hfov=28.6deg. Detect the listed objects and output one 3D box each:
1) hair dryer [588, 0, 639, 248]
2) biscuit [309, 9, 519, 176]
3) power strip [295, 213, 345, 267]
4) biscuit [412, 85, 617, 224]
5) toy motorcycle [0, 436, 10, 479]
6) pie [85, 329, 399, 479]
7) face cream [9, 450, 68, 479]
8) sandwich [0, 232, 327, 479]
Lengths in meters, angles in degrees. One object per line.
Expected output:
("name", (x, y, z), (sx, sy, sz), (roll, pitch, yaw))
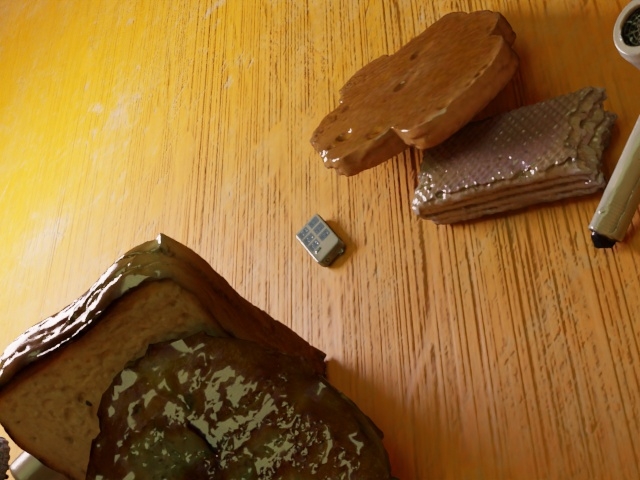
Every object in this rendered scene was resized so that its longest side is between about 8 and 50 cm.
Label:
("hair dryer", (0.305, -0.104, 1.198), (0.073, 0.131, 0.236), (30, 96, 53))
("biscuit", (0.108, -0.171, 1.490), (0.269, 0.051, 0.376), (-41, 19, -7))
("power strip", (0.000, 0.000, 1.531), (0.040, 0.016, 0.090), (-47, 33, 4))
("biscuit", (0.205, -0.083, 1.333), (0.239, 0.062, 0.108), (-13, 50, 45))
("toy motorcycle", (-0.467, 0.389, 1.628), (0.159, 0.106, 0.270), (-19, 56, 44))
("pie", (-0.079, 0.245, 1.224), (0.354, 0.103, 0.288), (37, 93, 26))
("face cream", (-0.246, 0.190, 1.591), (0.341, 0.084, 0.137), (-46, 24, -6))
("sandwich", (-0.187, 0.154, 1.372), (0.301, 0.271, 0.099), (-35, 28, 21))
